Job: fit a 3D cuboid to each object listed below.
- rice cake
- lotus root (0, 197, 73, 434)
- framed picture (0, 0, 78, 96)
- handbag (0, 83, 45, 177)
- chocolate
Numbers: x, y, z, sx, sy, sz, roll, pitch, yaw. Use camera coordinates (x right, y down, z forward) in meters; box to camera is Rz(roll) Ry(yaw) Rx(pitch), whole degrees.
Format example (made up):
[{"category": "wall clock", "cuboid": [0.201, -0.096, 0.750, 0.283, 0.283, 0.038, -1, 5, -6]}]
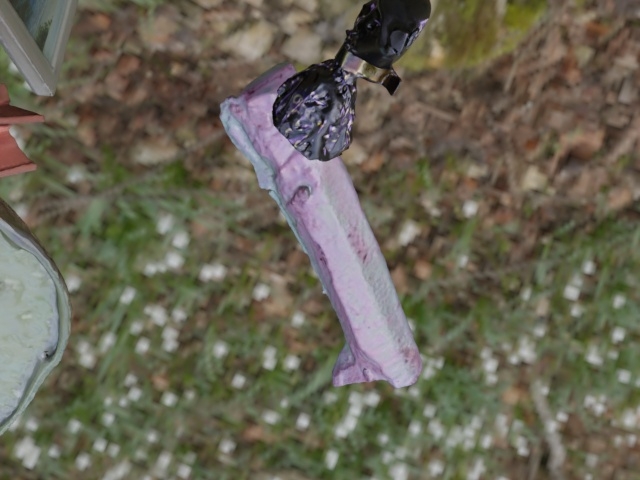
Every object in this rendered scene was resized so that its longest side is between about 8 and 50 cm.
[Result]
[{"category": "rice cake", "cuboid": [0.002, -0.002, 1.273, 0.081, 0.051, 0.290, -21, 112, 5]}, {"category": "lotus root", "cuboid": [-0.201, 0.017, 0.638, 0.183, 0.078, 0.203, 19, 132, -28]}, {"category": "framed picture", "cuboid": [-0.206, -0.298, 1.191, 0.024, 0.315, 0.232, 7, 160, 12]}, {"category": "handbag", "cuboid": [-0.307, -0.095, 1.077, 0.212, 0.157, 0.059, 27, 117, 36]}, {"category": "chocolate", "cuboid": [0.029, -0.113, 1.035, 0.070, 0.072, 0.147, 22, 140, -30]}]
